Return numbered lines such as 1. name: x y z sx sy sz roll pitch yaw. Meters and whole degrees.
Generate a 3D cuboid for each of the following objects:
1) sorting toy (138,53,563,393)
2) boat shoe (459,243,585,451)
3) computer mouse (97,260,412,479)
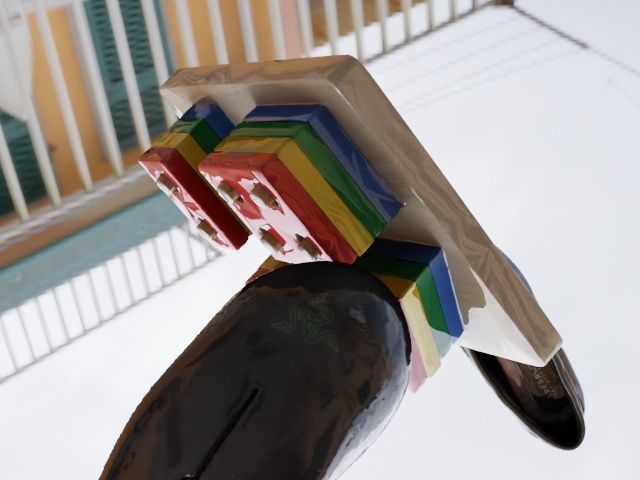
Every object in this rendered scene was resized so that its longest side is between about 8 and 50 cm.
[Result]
1. sorting toy: 0.000 0.000 0.825 0.089 0.255 0.257 -48 -154 -18
2. boat shoe: 0.229 0.118 1.412 0.112 0.335 0.095 -34 -159 8
3. computer mouse: -0.046 0.126 0.657 0.188 0.072 0.272 30 -99 17
